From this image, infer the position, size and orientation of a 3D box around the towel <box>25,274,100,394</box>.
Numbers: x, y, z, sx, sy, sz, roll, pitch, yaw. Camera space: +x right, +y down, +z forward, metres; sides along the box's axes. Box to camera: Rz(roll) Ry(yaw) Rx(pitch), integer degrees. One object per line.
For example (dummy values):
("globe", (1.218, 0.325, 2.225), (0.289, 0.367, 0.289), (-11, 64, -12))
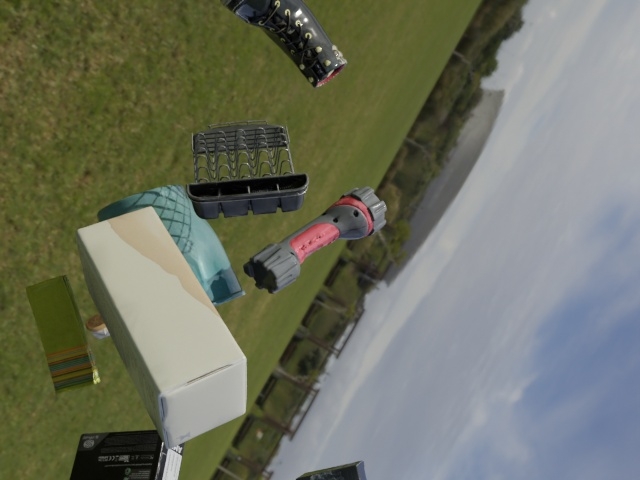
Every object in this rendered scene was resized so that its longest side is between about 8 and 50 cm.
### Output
("towel", (-0.539, 0.197, 1.539), (0.102, 0.237, 0.021), (-17, 179, 10))

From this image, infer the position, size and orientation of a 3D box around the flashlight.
("flashlight", (0.000, 0.000, 1.449), (0.304, 0.103, 0.103), (-35, 173, -35))

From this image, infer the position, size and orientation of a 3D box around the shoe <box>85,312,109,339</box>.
("shoe", (-0.505, 0.194, 1.949), (0.219, 0.076, 0.058), (-24, 125, -11))

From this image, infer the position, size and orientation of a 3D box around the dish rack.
("dish rack", (-0.140, -0.147, 1.351), (0.272, 0.208, 0.074), (-103, -169, -45))

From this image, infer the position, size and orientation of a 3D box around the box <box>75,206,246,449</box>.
("box", (-0.226, 0.114, 1.035), (0.121, 0.311, 0.148), (-21, 144, -24))

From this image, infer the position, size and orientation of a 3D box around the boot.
("boot", (-0.047, -0.322, 1.134), (0.085, 0.179, 0.236), (-37, -177, 20))

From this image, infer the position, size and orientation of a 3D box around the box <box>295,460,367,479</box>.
("box", (0.039, 0.629, 1.782), (0.093, 0.158, 0.156), (36, 40, -74))

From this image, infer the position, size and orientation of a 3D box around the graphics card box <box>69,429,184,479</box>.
("graphics card box", (-0.431, 0.588, 1.542), (0.094, 0.232, 0.371), (52, 35, -50))

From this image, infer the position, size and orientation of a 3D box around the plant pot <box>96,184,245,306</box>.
("plant pot", (-0.319, 0.035, 1.476), (0.271, 0.255, 0.271), (-20, 180, 0))
